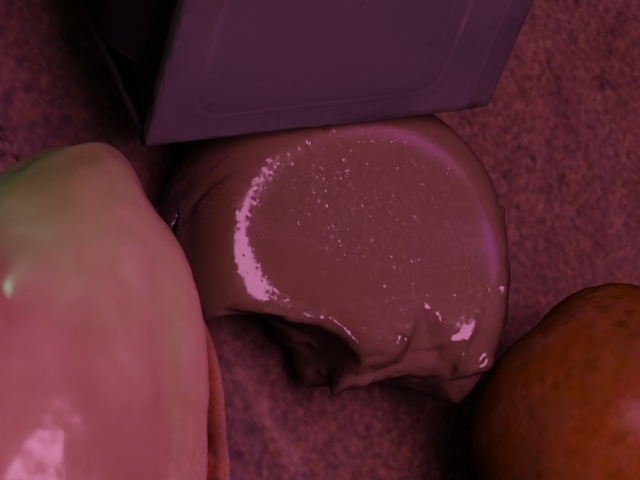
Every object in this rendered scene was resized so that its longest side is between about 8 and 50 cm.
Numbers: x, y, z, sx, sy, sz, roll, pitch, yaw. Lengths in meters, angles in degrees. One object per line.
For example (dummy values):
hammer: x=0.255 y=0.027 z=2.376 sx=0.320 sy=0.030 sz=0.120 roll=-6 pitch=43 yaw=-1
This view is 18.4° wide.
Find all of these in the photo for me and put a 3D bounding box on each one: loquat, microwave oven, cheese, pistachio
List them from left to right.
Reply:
pistachio: x=-0.145 y=0.104 z=0.913 sx=0.214 sy=0.193 sz=0.318 roll=3 pitch=59 yaw=13
cheese: x=0.000 y=0.000 z=1.075 sx=0.202 sy=0.091 sz=0.175 roll=5 pitch=77 yaw=-29
microwave oven: x=0.005 y=-0.219 z=0.975 sx=0.237 sy=0.295 sz=0.181 roll=-7 pitch=52 yaw=-25
loquat: x=0.195 y=0.121 z=1.097 sx=0.213 sy=0.213 sz=0.213 roll=7 pitch=76 yaw=-30
